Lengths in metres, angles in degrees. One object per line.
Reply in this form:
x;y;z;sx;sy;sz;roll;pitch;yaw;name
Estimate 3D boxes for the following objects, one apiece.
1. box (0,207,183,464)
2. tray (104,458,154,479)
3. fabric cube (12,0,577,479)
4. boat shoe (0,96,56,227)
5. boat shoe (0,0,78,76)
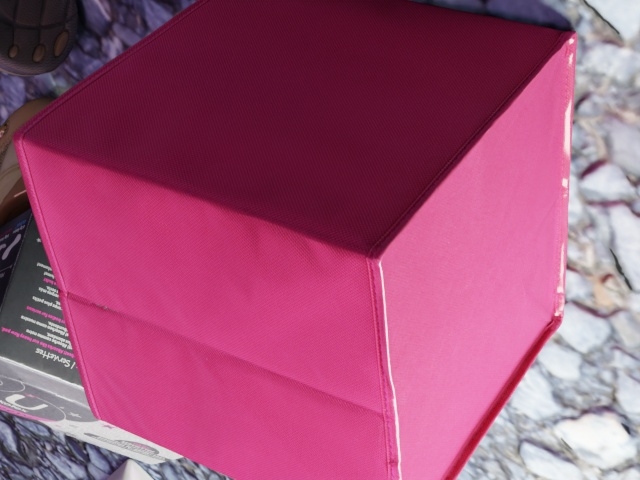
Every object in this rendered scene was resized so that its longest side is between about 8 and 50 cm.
-0.202;0.098;1.053;0.247;0.142;0.163;28;149;-29;box
-0.247;0.378;1.514;0.145;0.030;0.270;46;141;0;tray
0.000;0.000;0.782;0.258;0.254;0.259;17;134;27;fabric cube
-0.312;-0.020;1.165;0.341;0.122;0.110;-38;57;47;boat shoe
-0.348;-0.235;0.924;0.324;0.123;0.116;40;159;-33;boat shoe
